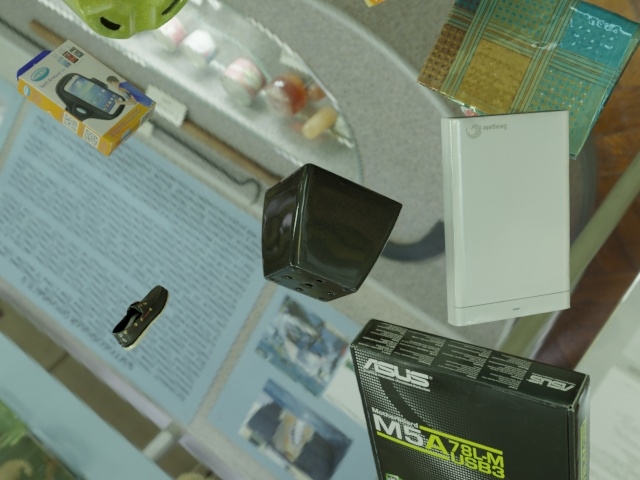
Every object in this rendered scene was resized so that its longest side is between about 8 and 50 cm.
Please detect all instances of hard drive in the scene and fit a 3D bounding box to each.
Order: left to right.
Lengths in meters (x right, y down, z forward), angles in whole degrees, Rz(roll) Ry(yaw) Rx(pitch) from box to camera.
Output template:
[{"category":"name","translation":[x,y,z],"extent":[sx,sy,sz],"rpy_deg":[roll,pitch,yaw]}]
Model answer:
[{"category":"hard drive","translation":[0.324,-0.042,1.504],"extent":[0.047,0.233,0.353],"rpy_deg":[-159,64,-68]}]

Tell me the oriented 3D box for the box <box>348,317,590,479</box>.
[{"category":"box","translation":[0.126,0.164,0.722],"extent":[0.190,0.045,0.184],"rpy_deg":[13,134,31]}]

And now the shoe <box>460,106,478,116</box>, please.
[{"category":"shoe","translation":[0.421,-0.341,2.064],"extent":[0.178,0.063,0.081],"rpy_deg":[-43,75,28]}]

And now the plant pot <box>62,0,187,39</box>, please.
[{"category":"plant pot","translation":[-0.302,-0.424,1.188],"extent":[0.254,0.276,0.276],"rpy_deg":[51,155,22]}]

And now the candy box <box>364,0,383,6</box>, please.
[{"category":"candy box","translation":[0.182,-0.556,1.517],"extent":[0.316,0.087,0.183],"rpy_deg":[-15,127,31]}]

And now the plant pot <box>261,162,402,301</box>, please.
[{"category":"plant pot","translation":[0.000,0.000,1.474],"extent":[0.188,0.167,0.187],"rpy_deg":[23,158,-20]}]

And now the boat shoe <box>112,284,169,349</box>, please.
[{"category":"boat shoe","translation":[-0.300,0.122,1.463],"extent":[0.049,0.133,0.042],"rpy_deg":[-4,130,39]}]

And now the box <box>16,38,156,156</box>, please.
[{"category":"box","translation":[-0.254,-0.158,0.928],"extent":[0.136,0.081,0.028],"rpy_deg":[37,142,-1]}]

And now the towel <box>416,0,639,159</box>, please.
[{"category":"towel","translation":[0.391,-0.349,1.661],"extent":[0.370,0.271,0.040],"rpy_deg":[32,-169,28]}]
